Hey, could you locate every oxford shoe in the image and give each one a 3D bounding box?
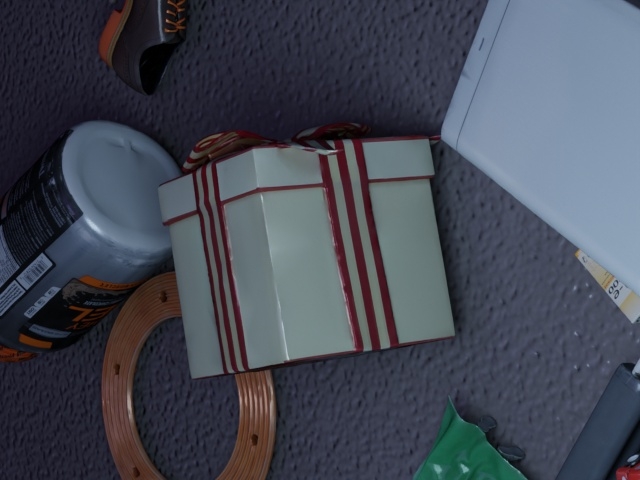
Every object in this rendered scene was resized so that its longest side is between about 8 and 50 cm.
[{"bbox_3d":[-0.190,-0.303,2.161,0.098,0.097,0.271,50,134,27],"label":"oxford shoe"}]

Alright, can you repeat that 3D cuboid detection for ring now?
[{"bbox_3d":[-0.166,0.205,2.191,0.336,0.032,0.337,1,92,46],"label":"ring"}]

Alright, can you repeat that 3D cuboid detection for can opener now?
[{"bbox_3d":[0.319,0.153,1.665,0.093,0.074,0.280,48,123,32],"label":"can opener"}]

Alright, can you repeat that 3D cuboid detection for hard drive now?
[{"bbox_3d":[0.261,-0.128,1.689,0.353,0.047,0.233,44,121,48],"label":"hard drive"}]

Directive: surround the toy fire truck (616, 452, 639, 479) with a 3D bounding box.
[{"bbox_3d":[0.373,0.180,1.565,0.047,0.192,0.135,59,162,-6],"label":"toy fire truck"}]

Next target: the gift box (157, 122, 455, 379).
[{"bbox_3d":[0.000,0.000,1.860,0.276,0.255,0.258,-17,81,52],"label":"gift box"}]

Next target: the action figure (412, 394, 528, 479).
[{"bbox_3d":[0.130,0.296,1.870,0.137,0.063,0.232,50,120,30],"label":"action figure"}]

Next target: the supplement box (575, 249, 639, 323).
[{"bbox_3d":[0.305,0.026,1.702,0.098,0.036,0.062,53,126,30],"label":"supplement box"}]

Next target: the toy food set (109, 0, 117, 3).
[{"bbox_3d":[-0.338,-0.393,2.339,0.192,0.038,0.132,20,105,43],"label":"toy food set"}]

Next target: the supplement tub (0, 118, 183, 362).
[{"bbox_3d":[-0.334,0.011,2.229,0.338,0.207,0.207,-40,64,39],"label":"supplement tub"}]
